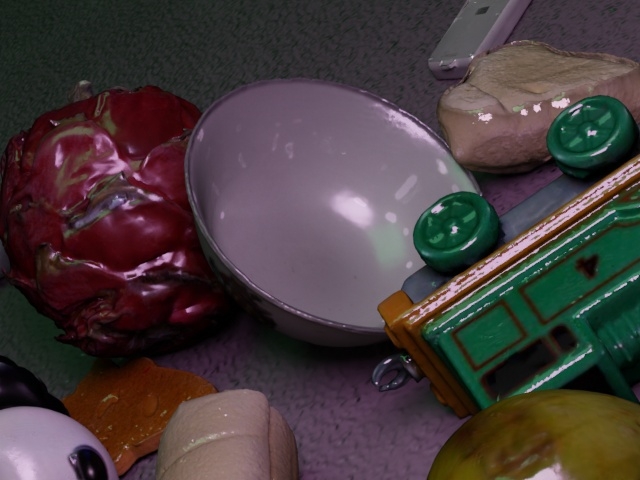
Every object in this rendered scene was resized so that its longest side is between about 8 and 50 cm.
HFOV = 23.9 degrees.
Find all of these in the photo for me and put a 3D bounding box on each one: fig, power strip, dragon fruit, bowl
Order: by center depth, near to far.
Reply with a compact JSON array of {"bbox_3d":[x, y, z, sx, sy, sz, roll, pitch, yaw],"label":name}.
[{"bbox_3d":[0.190,0.204,1.158,0.230,0.207,0.207,-39,32,-3],"label":"fig"},{"bbox_3d":[0.000,0.000,1.589,0.157,0.337,0.337,119,172,-46],"label":"bowl"},{"bbox_3d":[-0.214,-0.020,1.726,0.329,0.329,0.329,-24,34,18],"label":"dragon fruit"},{"bbox_3d":[0.205,-0.273,1.908,0.081,0.035,0.192,0,47,44],"label":"power strip"}]

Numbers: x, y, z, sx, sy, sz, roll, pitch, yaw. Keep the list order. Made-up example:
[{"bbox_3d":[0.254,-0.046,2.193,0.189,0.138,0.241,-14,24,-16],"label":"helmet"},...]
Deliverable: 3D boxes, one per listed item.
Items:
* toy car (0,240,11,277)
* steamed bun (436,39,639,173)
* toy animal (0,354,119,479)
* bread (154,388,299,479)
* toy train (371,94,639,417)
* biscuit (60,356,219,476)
[{"bbox_3d":[-0.478,0.020,2.123,0.112,0.112,0.139,-10,48,11],"label":"toy car"},{"bbox_3d":[0.220,-0.134,1.643,0.212,0.110,0.231,-22,24,-22],"label":"steamed bun"},{"bbox_3d":[-0.334,0.248,1.563,0.212,0.212,0.266,-42,41,-9],"label":"toy animal"},{"bbox_3d":[-0.088,0.236,1.426,0.134,0.148,0.141,-12,36,8],"label":"bread"},{"bbox_3d":[0.240,0.040,1.356,0.429,0.178,0.249,-34,42,5],"label":"toy train"},{"bbox_3d":[-0.227,0.200,1.703,0.280,0.043,0.183,-13,45,24],"label":"biscuit"}]
